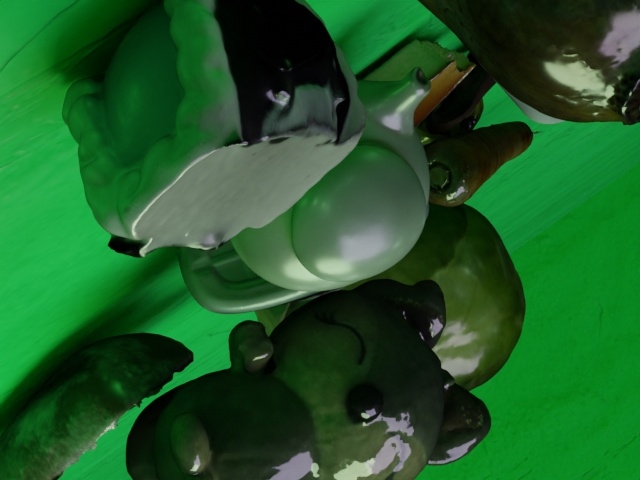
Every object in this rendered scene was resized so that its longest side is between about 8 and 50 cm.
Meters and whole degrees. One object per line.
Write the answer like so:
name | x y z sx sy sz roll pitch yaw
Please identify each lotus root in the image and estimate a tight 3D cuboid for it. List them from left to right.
lotus root | 0.170 -0.196 1.399 0.149 0.260 0.267 -32 169 -24

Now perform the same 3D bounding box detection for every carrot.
carrot | 0.188 -0.099 2.070 0.078 0.078 0.298 -43 171 29

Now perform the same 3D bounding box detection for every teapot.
teapot | -0.033 -0.034 1.675 0.318 0.149 0.219 -20 119 -24

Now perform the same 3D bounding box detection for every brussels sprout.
brussels sprout | 0.090 0.078 2.328 0.355 0.281 0.289 -17 -170 -23

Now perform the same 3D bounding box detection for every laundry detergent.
laundry detergent | 0.000 0.000 2.007 0.264 0.124 0.398 -22 175 6

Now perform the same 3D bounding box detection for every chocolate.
chocolate | -0.286 0.205 2.062 0.303 0.100 0.185 -42 -177 38

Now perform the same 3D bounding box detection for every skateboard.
skateboard | 0.159 -0.177 2.000 0.067 0.080 0.151 1 -140 46

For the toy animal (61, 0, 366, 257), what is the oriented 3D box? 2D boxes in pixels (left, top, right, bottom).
toy animal | -0.086 -0.093 1.293 0.204 0.156 0.208 -41 162 28

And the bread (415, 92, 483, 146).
bread | 0.130 -0.131 2.101 0.130 0.071 0.139 -35 171 -38

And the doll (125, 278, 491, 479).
doll | -0.030 0.167 1.989 0.382 0.252 0.379 -19 -160 -20

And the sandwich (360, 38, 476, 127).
sandwich | 0.087 -0.149 1.904 0.162 0.058 0.193 -37 171 -4

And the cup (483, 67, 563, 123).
cup | 0.242 -0.209 1.936 0.136 0.099 0.133 -46 140 4
